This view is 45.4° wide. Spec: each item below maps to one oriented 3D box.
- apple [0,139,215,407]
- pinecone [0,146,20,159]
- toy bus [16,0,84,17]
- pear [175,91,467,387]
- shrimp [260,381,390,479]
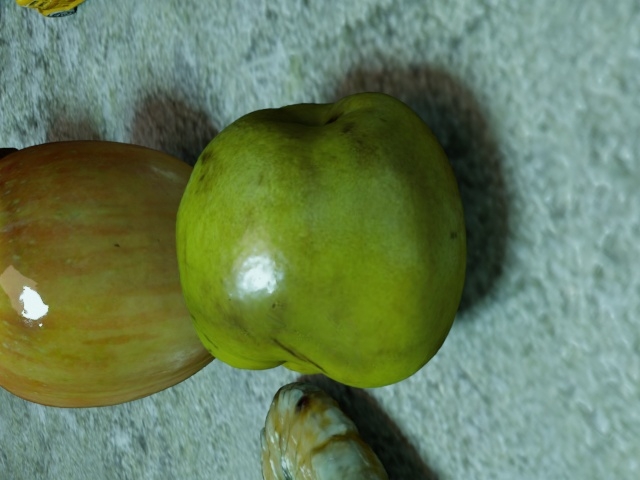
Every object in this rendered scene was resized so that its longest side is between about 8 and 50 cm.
[{"bbox_3d":[-0.192,0.026,0.706,0.242,0.241,0.242,10,101,62],"label":"apple"},{"bbox_3d":[-0.353,0.008,0.883,0.264,0.264,0.264,19,116,45],"label":"pinecone"},{"bbox_3d":[-0.285,-0.290,0.826,0.162,0.074,0.069,-2,101,49],"label":"toy bus"},{"bbox_3d":[0.000,0.000,0.506,0.200,0.200,0.200,19,116,45],"label":"pear"},{"bbox_3d":[0.017,0.288,0.617,0.365,0.071,0.233,65,145,36],"label":"shrimp"}]
